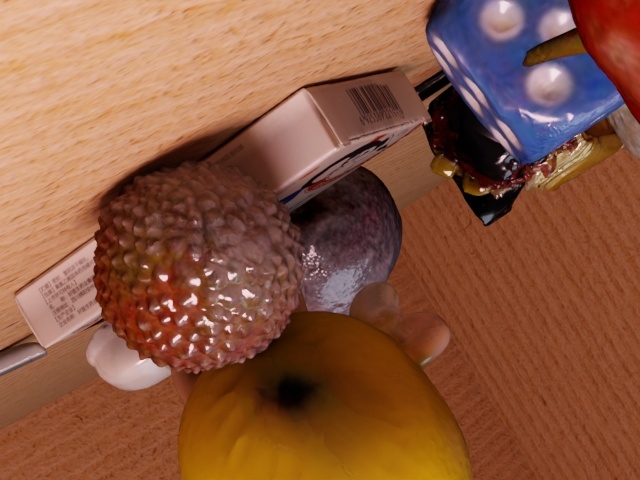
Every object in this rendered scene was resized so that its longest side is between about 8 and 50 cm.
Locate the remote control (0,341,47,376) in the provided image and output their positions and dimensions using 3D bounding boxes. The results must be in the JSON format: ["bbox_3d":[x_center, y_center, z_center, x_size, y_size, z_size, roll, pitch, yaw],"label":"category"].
[{"bbox_3d":[-0.405,0.161,1.498,0.184,0.027,0.050,-26,174,-12],"label":"remote control"}]

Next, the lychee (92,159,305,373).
[{"bbox_3d":[-0.092,0.020,0.977,0.165,0.165,0.197,-31,165,-10],"label":"lychee"}]

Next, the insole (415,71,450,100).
[{"bbox_3d":[0.167,-0.199,1.393,0.348,0.009,0.119,-33,178,40],"label":"insole"}]

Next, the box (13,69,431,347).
[{"bbox_3d":[-0.086,-0.030,1.168,0.353,0.069,0.214,-34,175,27],"label":"box"}]

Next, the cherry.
[{"bbox_3d":[-0.001,-0.004,1.403,0.195,0.195,0.195,-31,177,-2],"label":"cherry"}]

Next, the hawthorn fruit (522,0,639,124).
[{"bbox_3d":[0.279,-0.165,0.775,0.369,0.285,0.285,-22,-177,38],"label":"hawthorn fruit"}]

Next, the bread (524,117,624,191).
[{"bbox_3d":[0.290,-0.158,1.660,0.133,0.179,0.250,-28,179,30],"label":"bread"}]

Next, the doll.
[{"bbox_3d":[-0.050,0.146,1.056,0.348,0.161,0.423,-22,-140,19],"label":"doll"}]

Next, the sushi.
[{"bbox_3d":[0.190,-0.123,1.356,0.172,0.153,0.150,-35,172,17],"label":"sushi"}]

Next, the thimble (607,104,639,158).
[{"bbox_3d":[0.401,-0.230,1.336,0.291,0.195,0.291,-32,178,-1],"label":"thimble"}]

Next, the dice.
[{"bbox_3d":[0.175,-0.152,0.998,0.146,0.143,0.146,-35,176,0],"label":"dice"}]
